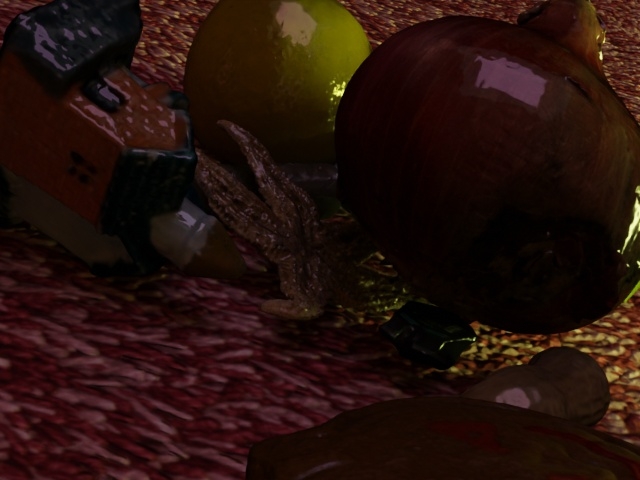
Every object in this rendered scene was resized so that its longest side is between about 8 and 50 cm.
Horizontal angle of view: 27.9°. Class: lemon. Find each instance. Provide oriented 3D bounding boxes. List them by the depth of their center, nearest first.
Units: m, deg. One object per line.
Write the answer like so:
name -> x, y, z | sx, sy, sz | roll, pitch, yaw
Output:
lemon -> -0.044, -0.207, 1.553 | 0.240, 0.219, 0.240 | 13, 23, -5

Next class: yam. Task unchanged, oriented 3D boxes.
yam -> -0.061, -0.052, 1.414 | 0.169, 0.068, 0.068 | -2, 32, -30

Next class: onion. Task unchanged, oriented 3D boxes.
onion -> 0.174, -0.060, 1.268 | 0.353, 0.354, 0.354 | 13, 27, -7

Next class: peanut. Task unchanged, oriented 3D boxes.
peanut -> 0.194, 0.146, 1.158 | 0.104, 0.086, 0.227 | -5, 7, 41

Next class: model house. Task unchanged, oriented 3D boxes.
model house -> -0.174, -0.065, 1.220 | 0.291, 0.253, 0.184 | 40, 45, 8

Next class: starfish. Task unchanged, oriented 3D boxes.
starfish -> -0.002, 0.003, 1.324 | 0.302, 0.060, 0.299 | 18, 32, -30

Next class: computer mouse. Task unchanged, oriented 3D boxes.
computer mouse -> 0.100, 0.097, 1.235 | 0.079, 0.047, 0.135 | 27, 15, 23

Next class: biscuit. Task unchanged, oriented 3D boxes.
biscuit -> 0.096, 0.145, 0.708 | 0.257, 0.049, 0.273 | -5, 15, -37

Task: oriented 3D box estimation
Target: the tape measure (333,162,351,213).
tape measure -> 0.097, -0.042, 1.522 | 0.180, 0.104, 0.107 | 38, -10, -34

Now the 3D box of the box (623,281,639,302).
box -> 0.232, -0.073, 1.500 | 0.335, 0.187, 0.047 | 33, 60, 28
